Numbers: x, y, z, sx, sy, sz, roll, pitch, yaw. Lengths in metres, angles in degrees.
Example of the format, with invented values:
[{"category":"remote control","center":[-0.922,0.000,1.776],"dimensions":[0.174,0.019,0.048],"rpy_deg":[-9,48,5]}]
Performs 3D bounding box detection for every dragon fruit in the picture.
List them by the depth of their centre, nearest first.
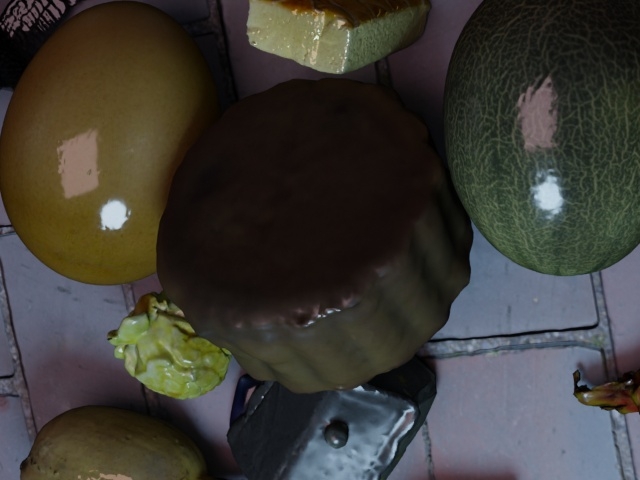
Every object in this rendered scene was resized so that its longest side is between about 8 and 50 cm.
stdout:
[{"category":"dragon fruit","center":[0.359,0.163,1.668],"dimensions":[0.246,0.125,0.125],"rpy_deg":[0,72,47]}]

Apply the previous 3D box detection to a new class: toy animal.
[{"category":"toy animal","center":[-0.406,-0.221,1.952],"dimensions":[0.197,0.272,0.160],"rpy_deg":[26,148,15]}]

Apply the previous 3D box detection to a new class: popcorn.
[{"category":"popcorn","center":[-0.162,0.118,1.914],"dimensions":[0.141,0.162,0.135],"rpy_deg":[-45,40,-7]}]

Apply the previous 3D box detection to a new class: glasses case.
[{"category":"glasses case","center":[-0.091,0.201,1.956],"dimensions":[0.033,0.023,0.083],"rpy_deg":[20,110,20]}]

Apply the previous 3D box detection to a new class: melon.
[{"category":"melon","center":[0.237,-0.112,1.588],"dimensions":[0.237,0.237,0.302],"rpy_deg":[6,108,26]}]

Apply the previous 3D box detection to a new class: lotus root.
[{"category":"lotus root","center":[-0.218,0.301,1.972],"dimensions":[0.310,0.183,0.183],"rpy_deg":[10,106,19]}]

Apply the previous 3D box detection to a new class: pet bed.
[{"category":"pet bed","center":[0.010,0.205,1.827],"dimensions":[0.183,0.159,0.211],"rpy_deg":[38,115,15]}]

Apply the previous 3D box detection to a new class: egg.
[{"category":"egg","center":[-0.233,-0.108,1.828],"dimensions":[0.250,0.250,0.322],"rpy_deg":[14,104,24]}]

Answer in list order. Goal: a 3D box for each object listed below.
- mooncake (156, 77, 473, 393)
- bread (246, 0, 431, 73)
[{"category":"mooncake","center":[-0.001,-0.001,1.703],"dimensions":[0.324,0.187,0.324],"rpy_deg":[-12,55,18]},{"category":"bread","center":[0.019,-0.234,1.705],"dimensions":[0.125,0.188,0.068],"rpy_deg":[22,116,23]}]
